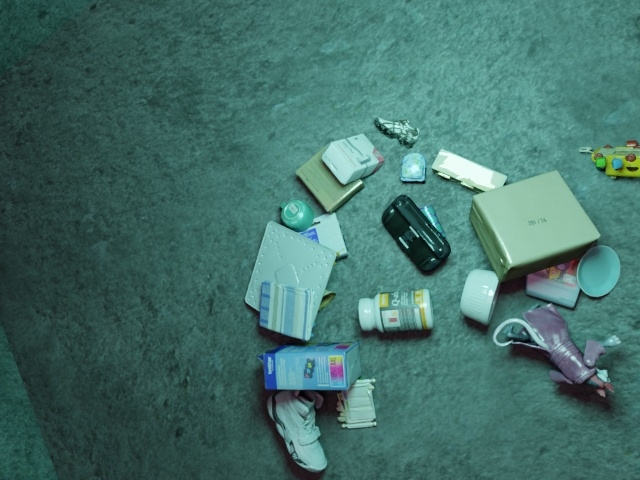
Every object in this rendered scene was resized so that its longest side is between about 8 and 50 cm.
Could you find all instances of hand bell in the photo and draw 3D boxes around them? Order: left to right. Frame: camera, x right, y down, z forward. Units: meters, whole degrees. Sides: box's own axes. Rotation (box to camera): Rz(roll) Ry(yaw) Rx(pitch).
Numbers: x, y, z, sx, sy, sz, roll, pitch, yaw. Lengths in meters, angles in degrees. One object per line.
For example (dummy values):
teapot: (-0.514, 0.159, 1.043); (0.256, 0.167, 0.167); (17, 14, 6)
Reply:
hand bell: (-0.055, 0.176, 1.961); (0.126, 0.126, 0.242); (-44, 64, 10)

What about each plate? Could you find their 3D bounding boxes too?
plate: (1.003, 0.110, 1.647); (0.188, 0.024, 0.188); (-2, 97, -13)

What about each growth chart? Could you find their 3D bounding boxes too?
growth chart: (0.148, 0.674, 1.872); (0.172, 0.021, 0.237); (-2, 105, 14)

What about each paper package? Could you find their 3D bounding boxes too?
paper package: (0.736, -0.051, 1.609); (0.325, 0.168, 0.309); (-17, 63, 0)

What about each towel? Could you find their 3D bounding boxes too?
towel: (-0.142, 0.281, 1.862); (0.285, 0.034, 0.209); (6, 93, 39)

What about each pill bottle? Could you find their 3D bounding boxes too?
pill bottle: (0.302, 0.283, 1.805); (0.279, 0.162, 0.162); (-7, 85, 15)

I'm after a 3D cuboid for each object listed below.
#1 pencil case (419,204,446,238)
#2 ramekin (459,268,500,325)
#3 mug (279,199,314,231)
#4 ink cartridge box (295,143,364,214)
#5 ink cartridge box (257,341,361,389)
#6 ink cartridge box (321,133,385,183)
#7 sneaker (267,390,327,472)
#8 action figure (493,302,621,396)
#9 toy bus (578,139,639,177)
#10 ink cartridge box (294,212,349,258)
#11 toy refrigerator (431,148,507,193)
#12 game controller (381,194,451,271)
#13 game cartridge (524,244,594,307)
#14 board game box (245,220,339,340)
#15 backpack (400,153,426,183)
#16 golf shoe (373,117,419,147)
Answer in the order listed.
pencil case: (0.446, -0.065, 1.829); (0.070, 0.064, 0.151); (-26, 79, 31)
ramekin: (0.600, 0.205, 1.705); (0.109, 0.207, 0.207); (16, 92, 26)
mug: (-0.117, -0.110, 1.964); (0.158, 0.097, 0.129); (-1, 71, 21)
ink cartridge box: (0.042, -0.261, 1.935); (0.193, 0.088, 0.234); (-39, 77, 4)
ink cartridge box: (-0.055, 0.504, 1.842); (0.396, 0.270, 0.151); (-6, 84, 16)
ink cartridge box: (0.134, -0.335, 1.849); (0.158, 0.218, 0.092); (52, 138, 12)
sneaker: (-0.059, 0.762, 1.874); (0.210, 0.137, 0.365); (-46, 72, 31)
action figure: (0.846, 0.380, 1.576); (0.370, 0.276, 0.248); (50, 121, 40)
toy bus: (1.067, -0.279, 1.633); (0.191, 0.202, 0.104); (-12, 115, 9)
ink cartridge box: (0.000, 0.000, 1.957); (0.206, 0.045, 0.208); (-21, 66, 14)
toy refrigerator: (0.578, -0.256, 1.781); (0.270, 0.102, 0.094); (28, 95, 15)
game controller: (0.375, -0.028, 1.817); (0.319, 0.067, 0.166); (54, 136, 21)
game cartridge: (0.886, 0.085, 1.701); (0.196, 0.060, 0.294); (17, 92, 20)
board game box: (-0.127, 0.160, 1.910); (0.390, 0.050, 0.389); (25, 103, 36)
backpack: (0.379, -0.296, 1.850); (0.105, 0.084, 0.114); (4, 86, 14)
golf shoe: (0.318, -0.469, 1.888); (0.198, 0.077, 0.094); (34, 86, 8)
